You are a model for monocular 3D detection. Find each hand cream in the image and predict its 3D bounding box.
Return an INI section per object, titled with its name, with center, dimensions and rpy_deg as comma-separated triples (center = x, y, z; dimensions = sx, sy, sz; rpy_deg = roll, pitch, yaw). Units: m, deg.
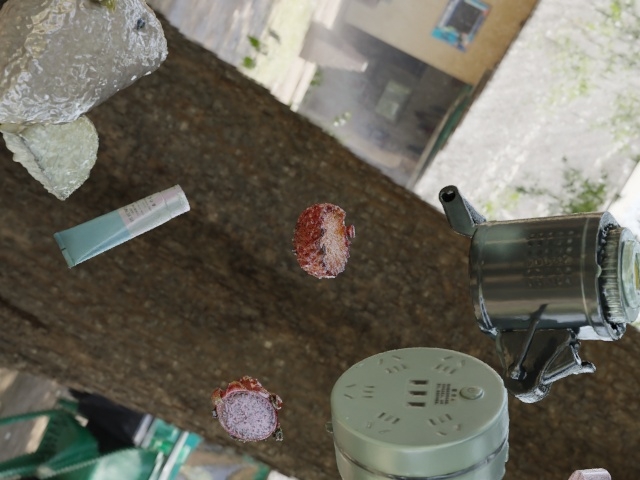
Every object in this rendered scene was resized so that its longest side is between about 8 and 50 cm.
[hand cream]
center = -0.461, -0.035, 2.054
dimensions = 0.312, 0.111, 0.070
rpy_deg = -25, 148, -13

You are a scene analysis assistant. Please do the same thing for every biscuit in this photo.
[biscuit]
center = -0.574, -0.208, 1.915
dimensions = 0.179, 0.084, 0.281
rpy_deg = -46, 155, -11

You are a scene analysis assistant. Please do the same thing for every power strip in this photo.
[power strip]
center = 0.178, 0.352, 1.673
dimensions = 0.357, 0.357, 0.161
rpy_deg = -69, 155, -62

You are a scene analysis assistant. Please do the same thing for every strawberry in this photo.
[strawberry]
center = 0.000, 0.000, 1.597
dimensions = 0.145, 0.086, 0.145
rpy_deg = -36, 132, -56

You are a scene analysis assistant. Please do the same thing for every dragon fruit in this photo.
[dragon fruit]
center = -0.121, 0.278, 1.480
dimensions = 0.068, 0.126, 0.112
rpy_deg = -74, 168, -67

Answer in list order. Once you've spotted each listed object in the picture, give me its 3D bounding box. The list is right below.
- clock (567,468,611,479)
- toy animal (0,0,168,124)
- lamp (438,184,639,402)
[clock]
center = 0.340, 0.464, 1.353
dimensions = 0.275, 0.080, 0.290
rpy_deg = 40, -72, 44
[toy animal]
center = -0.423, -0.320, 1.437
dimensions = 0.358, 0.188, 0.227
rpy_deg = -44, 139, -32
[lamp]
center = 0.377, 0.050, 1.407
dimensions = 0.272, 0.205, 0.374
rpy_deg = -23, -122, 22
